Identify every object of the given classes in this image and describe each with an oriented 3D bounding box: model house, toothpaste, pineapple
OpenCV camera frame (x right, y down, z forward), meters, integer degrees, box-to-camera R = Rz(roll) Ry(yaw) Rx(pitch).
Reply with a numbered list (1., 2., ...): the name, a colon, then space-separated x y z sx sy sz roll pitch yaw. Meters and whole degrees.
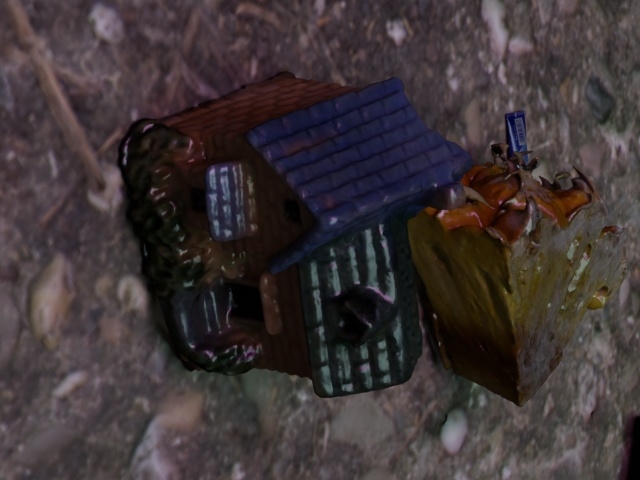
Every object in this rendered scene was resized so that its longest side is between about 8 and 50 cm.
1. model house: 0.000 0.000 1.017 0.166 0.172 0.183 -27 118 -44
2. toothpaste: 0.162 -0.063 1.307 0.024 0.015 0.083 -16 104 -44
3. pineapple: 0.153 0.027 1.239 0.236 0.114 0.186 20 93 -46

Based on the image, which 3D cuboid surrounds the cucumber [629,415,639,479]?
1. cucumber: 0.304 0.272 1.510 0.058 0.052 0.214 10 91 -29
